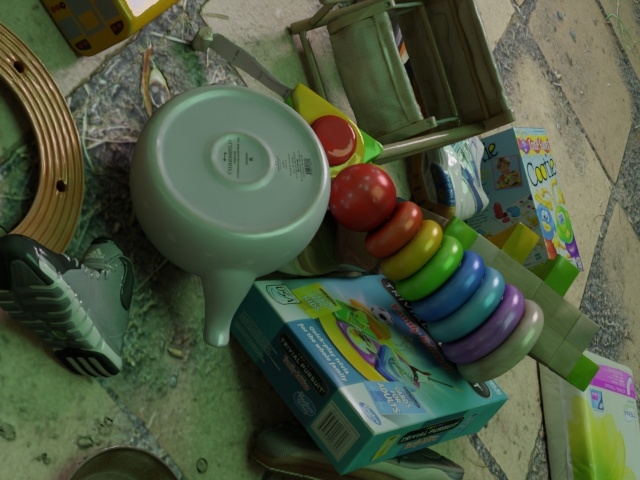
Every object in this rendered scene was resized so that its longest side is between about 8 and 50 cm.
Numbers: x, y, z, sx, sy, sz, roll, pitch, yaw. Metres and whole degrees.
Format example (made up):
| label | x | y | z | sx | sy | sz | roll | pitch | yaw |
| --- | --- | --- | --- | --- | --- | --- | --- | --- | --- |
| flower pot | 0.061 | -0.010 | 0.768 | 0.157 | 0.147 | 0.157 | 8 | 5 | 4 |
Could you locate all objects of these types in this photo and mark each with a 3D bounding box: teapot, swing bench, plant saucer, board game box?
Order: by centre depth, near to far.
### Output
| label | x | y | z | sx | sy | sz | roll | pitch | yaw |
| --- | --- | --- | --- | --- | --- | --- | --- | --- | --- |
| plant saucer | -0.212 | 0.316 | 1.080 | 0.198 | 0.036 | 0.199 | 25 | 57 | -46 |
| teapot | -0.119 | -0.053 | 1.244 | 0.252 | 0.187 | 0.256 | 42 | 57 | 7 |
| board game box | 0.070 | 0.161 | 1.375 | 0.336 | 0.079 | 0.254 | -1 | 44 | -53 |
| swing bench | 0.125 | -0.258 | 1.562 | 0.254 | 0.165 | 0.253 | -17 | 90 | -19 |
| board game box | 0.357 | -0.055 | 1.887 | 0.142 | 0.144 | 0.275 | -8 | 83 | -54 |

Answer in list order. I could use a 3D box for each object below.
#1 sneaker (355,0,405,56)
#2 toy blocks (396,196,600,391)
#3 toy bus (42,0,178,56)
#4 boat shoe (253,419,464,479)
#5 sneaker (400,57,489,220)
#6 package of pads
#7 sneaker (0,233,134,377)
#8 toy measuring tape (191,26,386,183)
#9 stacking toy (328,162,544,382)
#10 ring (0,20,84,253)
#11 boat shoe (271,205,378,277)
| label | x | y | z | sx | sy | sz | roll | pitch | yaw |
| --- | --- | --- | --- | --- | --- | --- | --- | --- | --- |
| sneaker | 0.153 | -0.391 | 1.781 | 0.180 | 0.124 | 0.321 | 35 | 49 | -38 |
| toy blocks | 0.244 | 0.067 | 1.613 | 0.381 | 0.261 | 0.191 | 35 | 89 | -29 |
| toy bus | -0.212 | -0.365 | 1.308 | 0.130 | 0.108 | 0.333 | 58 | 38 | -18 |
| boat shoe | 0.050 | 0.318 | 1.349 | 0.324 | 0.123 | 0.117 | 19 | 93 | -31 |
| sneaker | 0.210 | -0.176 | 1.764 | 0.131 | 0.111 | 0.297 | -11 | 94 | -39 |
| package of pads | 0.519 | 0.366 | 1.956 | 0.229 | 0.101 | 0.297 | 22 | 59 | -45 |
| sneaker | -0.259 | 0.034 | 1.066 | 0.229 | 0.086 | 0.132 | 69 | 29 | -50 |
| toy measuring tape | -0.052 | -0.154 | 1.392 | 0.330 | 0.121 | 0.121 | 35 | 45 | -7 |
| stacking toy | 0.140 | 0.029 | 1.351 | 0.330 | 0.141 | 0.141 | 46 | 42 | -11 |
| ring | -0.381 | -0.097 | 1.041 | 0.336 | 0.032 | 0.337 | 25 | 57 | -44 |
| boat shoe | 0.000 | 0.000 | 1.431 | 0.302 | 0.098 | 0.109 | -13 | 96 | -66 |
